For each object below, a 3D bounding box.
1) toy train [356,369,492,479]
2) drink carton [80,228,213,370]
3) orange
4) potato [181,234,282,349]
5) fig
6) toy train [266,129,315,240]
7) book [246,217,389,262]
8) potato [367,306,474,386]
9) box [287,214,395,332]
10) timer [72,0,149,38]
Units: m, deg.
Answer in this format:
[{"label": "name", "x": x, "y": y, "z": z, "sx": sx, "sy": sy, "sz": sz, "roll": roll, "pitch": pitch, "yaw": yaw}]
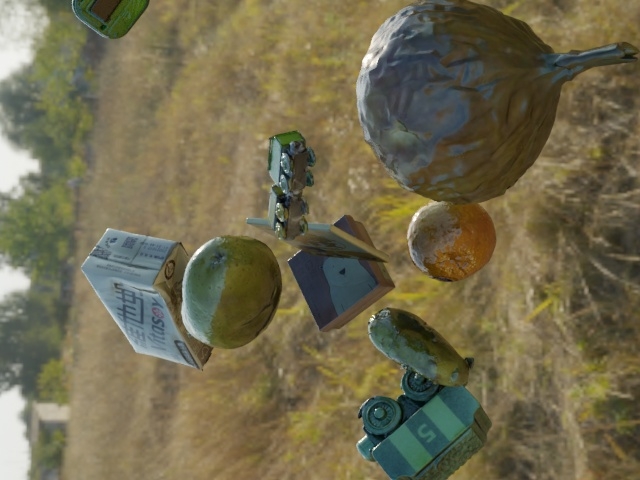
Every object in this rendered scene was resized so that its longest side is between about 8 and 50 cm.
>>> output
[{"label": "toy train", "x": 0.235, "y": 0.423, "z": 2.104, "sx": 0.238, "sy": 0.299, "sz": 0.167, "roll": 48, "pitch": 177, "yaw": 40}, {"label": "drink carton", "x": -0.360, "y": 0.135, "z": 2.049, "sx": 0.132, "sy": 0.194, "sz": 0.325, "roll": -63, "pitch": -30, "yaw": -34}, {"label": "orange", "x": 0.255, "y": -0.005, "z": 1.820, "sx": 0.178, "sy": 0.177, "sz": 0.155, "roll": 111, "pitch": 176, "yaw": -50}, {"label": "potato", "x": -0.140, "y": 0.077, "z": 1.427, "sx": 0.169, "sy": 0.143, "sz": 0.248, "roll": -54, "pitch": -14, "yaw": -23}, {"label": "fig", "x": 0.237, "y": -0.188, "z": 1.198, "sx": 0.368, "sy": 0.286, "sz": 0.287, "roll": -2, "pitch": 85, "yaw": 40}, {"label": "toy train", "x": -0.052, "y": -0.088, "z": 1.531, "sx": 0.081, "sy": 0.060, "sz": 0.202, "roll": 56, "pitch": 150, "yaw": 40}, {"label": "book", "x": 0.000, "y": 0.000, "z": 2.036, "sx": 0.295, "sy": 0.207, "sz": 0.020, "roll": 27, "pitch": -108, "yaw": -58}, {"label": "potato", "x": 0.188, "y": 0.207, "z": 1.793, "sx": 0.225, "sy": 0.117, "sz": 0.090, "roll": 32, "pitch": 132, "yaw": 23}, {"label": "box", "x": 0.050, "y": 0.085, "z": 2.303, "sx": 0.215, "sy": 0.086, "sz": 0.215, "roll": -39, "pitch": 61, "yaw": 25}, {"label": "timer", "x": -0.418, "y": -0.479, "z": 1.861, "sx": 0.140, "sy": 0.128, "sz": 0.047, "roll": -48, "pitch": 29, "yaw": 12}]
